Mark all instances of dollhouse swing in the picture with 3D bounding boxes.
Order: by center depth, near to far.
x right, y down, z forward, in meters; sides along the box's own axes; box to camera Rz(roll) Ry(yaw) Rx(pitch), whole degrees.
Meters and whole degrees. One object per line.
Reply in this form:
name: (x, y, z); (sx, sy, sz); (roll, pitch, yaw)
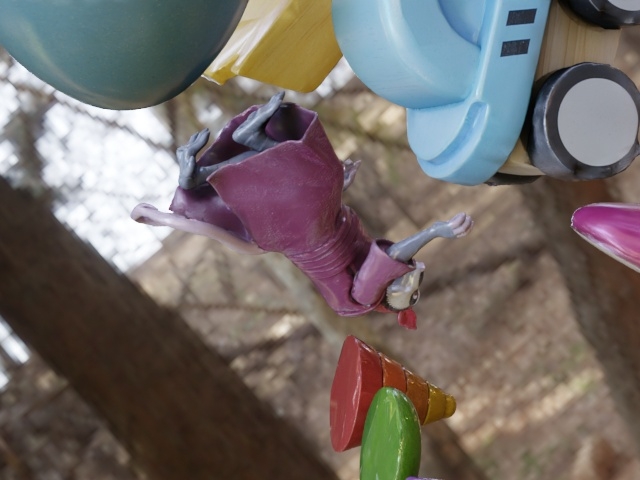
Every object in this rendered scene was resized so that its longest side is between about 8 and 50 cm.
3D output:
dollhouse swing: (0.004, -0.296, 2.430); (0.315, 0.305, 0.347); (-53, 29, -3)

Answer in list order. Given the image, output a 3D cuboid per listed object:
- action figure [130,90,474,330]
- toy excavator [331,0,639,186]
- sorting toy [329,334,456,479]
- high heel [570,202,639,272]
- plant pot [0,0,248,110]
action figure: (0.000, 0.000, 2.014); (0.276, 0.370, 0.248); (-47, 25, -14)
toy excavator: (0.084, -0.284, 1.492); (0.222, 0.445, 0.433); (-175, 97, -71)
sorting toy: (0.105, 0.201, 1.574); (0.365, 0.126, 0.127); (-125, 45, -69)
high heel: (0.424, -0.027, 1.474); (0.127, 0.377, 0.181); (-93, 18, -77)
plant pot: (-0.186, -0.234, 1.503); (0.290, 0.290, 0.195); (-37, -37, -28)
